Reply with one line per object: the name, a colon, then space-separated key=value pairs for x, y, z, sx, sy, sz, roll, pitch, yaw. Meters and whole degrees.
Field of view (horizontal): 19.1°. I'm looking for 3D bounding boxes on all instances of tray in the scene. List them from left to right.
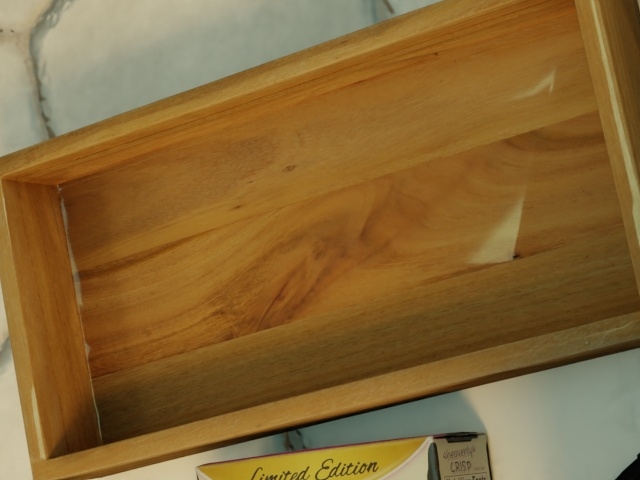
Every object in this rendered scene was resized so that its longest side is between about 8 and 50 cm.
tray: x=0.000 y=0.000 z=1.092 sx=0.411 sy=0.076 sz=0.203 roll=-17 pitch=79 yaw=29

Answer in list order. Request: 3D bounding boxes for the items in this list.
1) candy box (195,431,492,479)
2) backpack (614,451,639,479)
candy box: x=0.023 y=0.231 z=1.062 sx=0.159 sy=0.071 sz=0.233 roll=-12 pitch=80 yaw=29
backpack: x=0.198 y=0.182 z=0.803 sx=0.290 sy=0.355 sz=0.273 roll=-33 pitch=72 yaw=23
